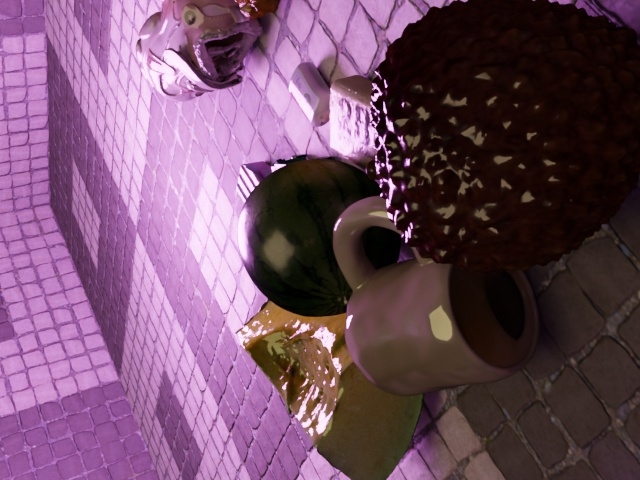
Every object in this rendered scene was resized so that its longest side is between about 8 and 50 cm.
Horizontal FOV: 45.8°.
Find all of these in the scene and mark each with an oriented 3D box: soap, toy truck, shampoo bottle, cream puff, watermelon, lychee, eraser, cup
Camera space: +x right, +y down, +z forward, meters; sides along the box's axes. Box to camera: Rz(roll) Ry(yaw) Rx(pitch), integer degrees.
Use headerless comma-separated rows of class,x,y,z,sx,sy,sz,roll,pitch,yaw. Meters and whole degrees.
soap,-0.106,-0.087,1.464,0.149,0.056,0.100,57,149,31
toy truck,-0.030,-0.109,1.296,0.147,0.079,0.065,15,116,61
shampoo bottle,-0.011,-0.233,1.237,0.099,0.043,0.072,60,148,27
cream puff,-0.102,-0.435,1.265,0.116,0.094,0.122,9,87,56
watermelon,-0.001,-0.003,1.119,0.242,0.242,0.242,35,132,50
lychee,0.175,-0.100,0.733,0.304,0.276,0.275,-16,89,37
eraser,0.079,-0.160,1.093,0.172,0.058,0.117,39,136,47
cup,0.113,0.081,0.937,0.202,0.255,0.173,-24,39,50

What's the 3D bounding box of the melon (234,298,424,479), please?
melon,0.004,0.198,1.248,0.343,0.226,0.331,-132,39,-59

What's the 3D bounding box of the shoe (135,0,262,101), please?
shoe,-0.235,-0.363,1.448,0.198,0.172,0.351,60,150,21
